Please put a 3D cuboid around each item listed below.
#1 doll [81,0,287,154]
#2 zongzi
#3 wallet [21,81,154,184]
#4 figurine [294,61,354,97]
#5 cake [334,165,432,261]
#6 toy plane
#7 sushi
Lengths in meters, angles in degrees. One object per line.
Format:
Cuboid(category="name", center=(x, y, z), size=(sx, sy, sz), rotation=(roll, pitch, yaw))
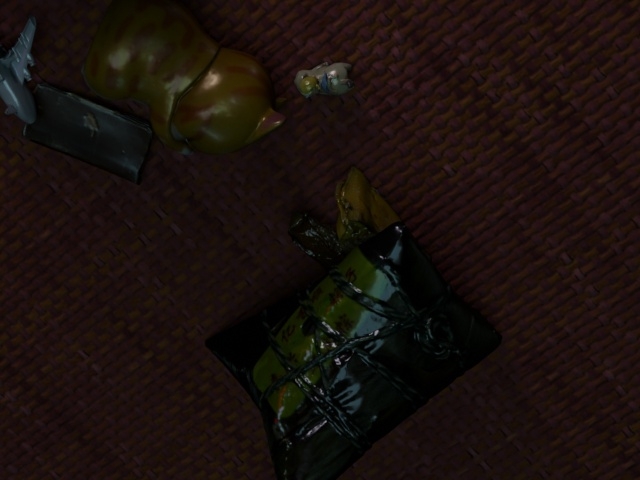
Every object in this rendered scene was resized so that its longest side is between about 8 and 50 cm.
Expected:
Cuboid(category="doll", center=(-0.180, -0.213, 1.644), size=(0.269, 0.166, 0.162), rotation=(39, 113, -14))
Cuboid(category="zongzi", center=(0.005, 0.143, 1.761), size=(0.383, 0.362, 0.319), rotation=(-45, 132, -8))
Cuboid(category="wallet", center=(-0.318, -0.150, 1.754), size=(0.176, 0.026, 0.095), rotation=(21, 115, 2))
Cuboid(category="figurine", center=(0.004, -0.210, 1.685), size=(0.083, 0.050, 0.047), rotation=(-9, 106, 9))
Cuboid(category="cake", center=(0.074, -0.017, 1.767), size=(0.185, 0.116, 0.080), rotation=(25, 130, -39))
Cuboid(category="toy plane", center=(-0.430, -0.233, 1.704), size=(0.162, 0.065, 0.171), rotation=(-20, 97, 29))
Cuboid(category="sushi", center=(0.000, 0.000, 1.771), size=(0.120, 0.052, 0.055), rotation=(41, 110, -12))
